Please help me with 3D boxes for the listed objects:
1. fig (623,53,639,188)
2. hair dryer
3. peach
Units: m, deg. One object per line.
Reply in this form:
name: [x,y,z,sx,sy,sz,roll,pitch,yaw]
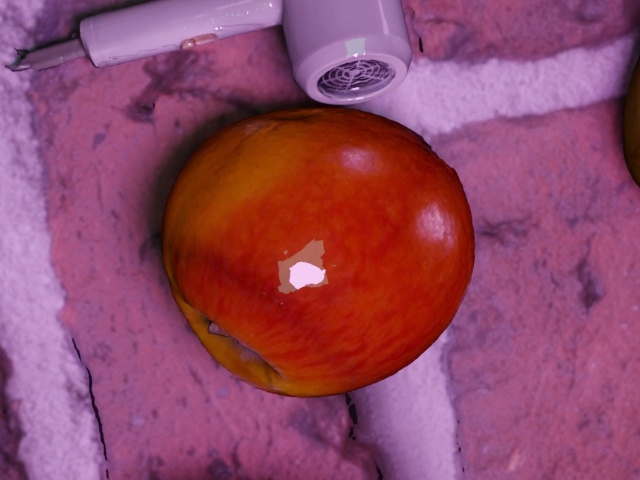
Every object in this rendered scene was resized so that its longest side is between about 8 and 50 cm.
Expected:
fig: [0.391,-0.133,1.502,0.239,0.239,0.271,8,67,-11]
hair dryer: [-0.105,-0.184,1.454,0.357,0.107,0.173,-13,66,8]
peach: [0.000,0.000,1.441,0.281,0.238,0.281,3,70,-9]
